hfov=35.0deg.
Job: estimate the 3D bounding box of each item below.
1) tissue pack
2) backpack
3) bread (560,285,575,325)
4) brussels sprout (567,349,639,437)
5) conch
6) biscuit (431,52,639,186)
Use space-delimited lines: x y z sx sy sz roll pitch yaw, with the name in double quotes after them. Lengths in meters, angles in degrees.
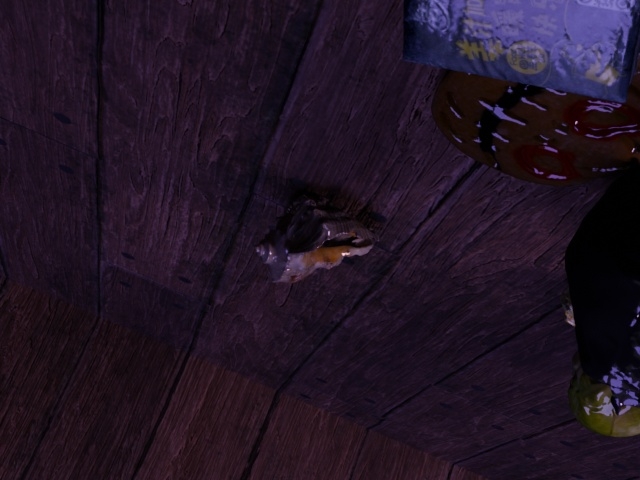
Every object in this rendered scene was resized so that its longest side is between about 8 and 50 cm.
0.216 -0.258 1.078 0.257 0.081 0.185 15 137 16 "tissue pack"
0.525 0.110 1.285 0.446 0.363 0.254 22 123 -1 "backpack"
0.494 0.121 1.767 0.156 0.064 0.117 22 154 1 "bread"
0.579 0.289 1.942 0.223 0.161 0.223 14 154 7 "brussels sprout"
0.000 0.000 1.835 0.245 0.163 0.178 0 -173 -30 "conch"
0.312 -0.161 1.297 0.314 0.063 0.367 26 157 -7 "biscuit"
